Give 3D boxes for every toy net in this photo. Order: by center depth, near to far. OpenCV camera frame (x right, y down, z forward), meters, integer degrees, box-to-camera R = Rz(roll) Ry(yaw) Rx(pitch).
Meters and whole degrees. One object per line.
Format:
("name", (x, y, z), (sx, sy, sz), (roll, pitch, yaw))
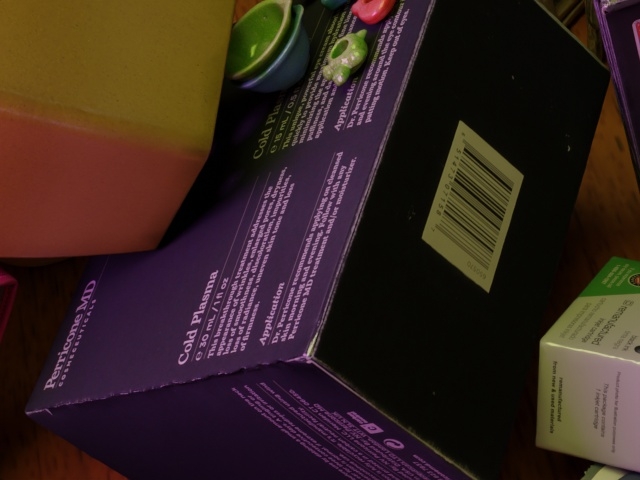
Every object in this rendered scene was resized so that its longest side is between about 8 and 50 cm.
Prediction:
("toy net", (0.013, -0.198, 1.210), (0.122, 0.045, 0.232), (-14, 47, 49))

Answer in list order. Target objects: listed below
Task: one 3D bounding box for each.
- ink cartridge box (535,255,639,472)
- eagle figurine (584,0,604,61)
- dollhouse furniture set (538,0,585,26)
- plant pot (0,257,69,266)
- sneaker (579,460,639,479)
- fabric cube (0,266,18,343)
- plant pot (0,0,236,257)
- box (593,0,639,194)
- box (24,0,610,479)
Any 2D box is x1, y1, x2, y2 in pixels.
("ink cartridge box", (0.268, 0.094, 1.176), (0.208, 0.087, 0.153), (12, 28, 25))
("eagle figurine", (0.340, -0.247, 1.326), (0.298, 0.226, 0.225), (2, 69, 20))
("dollhouse furniture set", (0.155, -0.282, 1.482), (0.183, 0.129, 0.129), (32, 72, 34))
("plant pot", (-0.266, -0.107, 1.444), (0.254, 0.239, 0.254), (-10, 54, 14))
("sneaker", (0.180, 0.287, 1.099), (0.131, 0.112, 0.319), (13, 63, 30))
("fabric cube", (-0.416, 0.079, 1.234), (0.258, 0.254, 0.259), (38, 33, 21))
("plant pot", (-0.170, -0.105, 1.170), (0.187, 0.212, 0.212), (16, 57, -13))
("box", (0.348, -0.129, 1.207), (0.293, 0.295, 0.073), (-17, 51, 7))
("box", (0.000, 0.000, 1.241), (0.312, 0.179, 0.343), (-13, 48, 47))
